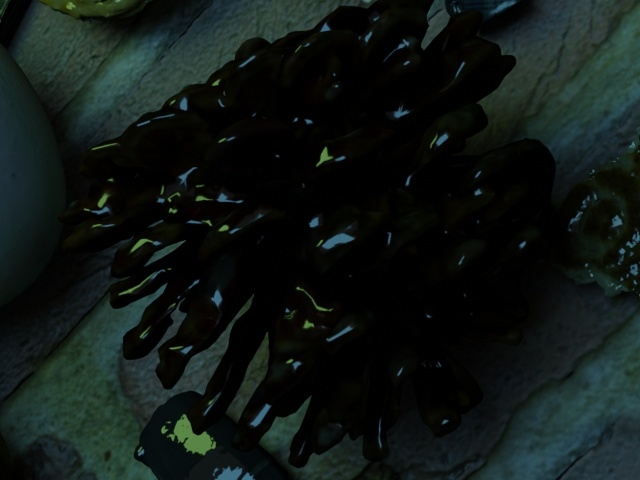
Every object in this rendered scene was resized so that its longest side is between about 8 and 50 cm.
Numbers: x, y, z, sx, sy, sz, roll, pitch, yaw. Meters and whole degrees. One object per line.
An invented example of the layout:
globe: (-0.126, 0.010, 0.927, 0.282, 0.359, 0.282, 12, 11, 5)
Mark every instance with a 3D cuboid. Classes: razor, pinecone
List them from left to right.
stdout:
razor: (-0.096, 0.200, 1.612, 0.090, 0.054, 0.148, -49, 58, 1)
pinecone: (0.000, 0.000, 1.446, 0.398, 0.398, 0.397, -10, 69, 26)

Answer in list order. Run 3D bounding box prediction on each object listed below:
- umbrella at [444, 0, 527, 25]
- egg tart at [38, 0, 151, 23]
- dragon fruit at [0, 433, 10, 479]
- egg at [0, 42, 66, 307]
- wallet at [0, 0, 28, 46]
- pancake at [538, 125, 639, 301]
umbrella: (0.107, -0.295, 1.611, 0.080, 0.071, 0.224, -22, 103, 17)
egg tart: (-0.195, -0.322, 1.815, 0.241, 0.106, 0.241, -9, 72, 30)
dragon fruit: (-0.399, 0.257, 1.600, 0.305, 0.305, 0.226, -56, 29, 1)
egg: (-0.403, -0.062, 1.713, 0.340, 0.354, 0.354, 26, 87, 14)
wallet: (-0.451, -0.262, 1.972, 0.317, 0.044, 0.169, 20, 80, 31)
pancake: (0.281, -0.039, 1.502, 0.244, 0.057, 0.266, -16, 62, 33)
